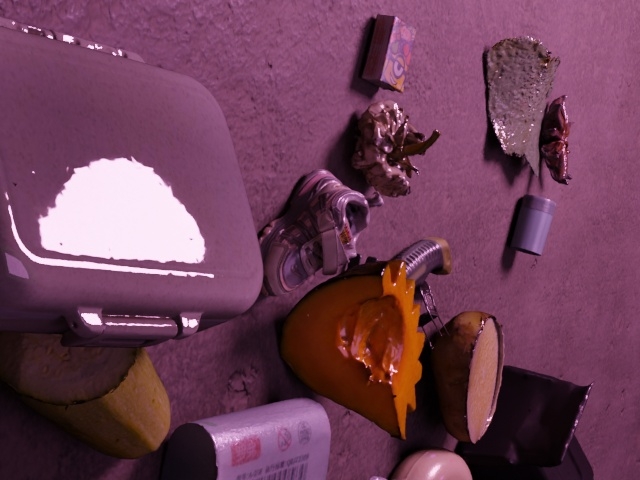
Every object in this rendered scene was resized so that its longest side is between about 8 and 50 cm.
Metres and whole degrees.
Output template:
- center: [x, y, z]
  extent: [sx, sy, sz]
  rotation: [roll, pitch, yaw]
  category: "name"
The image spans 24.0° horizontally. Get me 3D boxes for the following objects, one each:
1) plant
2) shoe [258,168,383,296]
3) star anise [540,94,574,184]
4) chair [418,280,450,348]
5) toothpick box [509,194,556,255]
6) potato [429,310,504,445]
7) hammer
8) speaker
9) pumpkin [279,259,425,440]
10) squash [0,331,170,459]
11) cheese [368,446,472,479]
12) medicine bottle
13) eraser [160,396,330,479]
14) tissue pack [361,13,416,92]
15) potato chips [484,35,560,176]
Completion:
- center: [0.102, -0.113, 1.845]
  extent: [0.116, 0.122, 0.104]
  rotation: [55, 43, -41]
  category: "plant"
- center: [0.000, 0.000, 1.738]
  extent: [0.180, 0.092, 0.089]
  rotation: [-55, 141, -31]
  category: "shoe"
- center: [0.361, -0.149, 2.296]
  extent: [0.141, 0.042, 0.141]
  rotation: [-1, 90, -70]
  category: "star anise"
- center: [0.142, 0.103, 2.058]
  extent: [0.037, 0.042, 0.086]
  rotation: [16, 50, -57]
  category: "chair"
- center: [0.321, -0.023, 2.277]
  extent: [0.052, 0.052, 0.083]
  rotation: [24, 81, -58]
  category: "toothpick box"
- center: [0.199, 0.191, 2.134]
  extent: [0.164, 0.081, 0.200]
  rotation: [-53, 144, -47]
  category: "potato"
- center: [0.099, 0.058, 1.964]
  extent: [0.226, 0.041, 0.158]
  rotation: [-37, 132, -45]
  category: "hammer"
- center: [0.354, 0.348, 2.330]
  extent: [0.180, 0.184, 0.388]
  rotation: [-63, 146, -23]
  category: "speaker"
- center: [0.039, 0.109, 1.828]
  extent: [0.130, 0.149, 0.254]
  rotation: [-70, 155, -52]
  category: "pumpkin"
- center: [-0.195, 0.154, 1.451]
  extent: [0.137, 0.137, 0.287]
  rotation: [-63, 146, -23]
  category: "squash"
- center: [0.133, 0.343, 2.087]
  extent: [0.163, 0.071, 0.249]
  rotation: [-64, 145, -21]
  category: "cheese"
- center: [-0.205, -0.044, 1.299]
  extent: [0.375, 0.123, 0.282]
  rotation: [8, 62, -57]
  category: "medicine bottle"
- center: [-0.086, 0.276, 1.710]
  extent: [0.227, 0.081, 0.174]
  rotation: [-4, 107, -58]
  category: "eraser"
- center: [0.085, -0.230, 1.850]
  extent: [0.063, 0.035, 0.083]
  rotation: [20, 82, -58]
  category: "tissue pack"
- center: [0.294, -0.200, 2.172]
  extent: [0.228, 0.059, 0.167]
  rotation: [33, 83, -57]
  category: "potato chips"
